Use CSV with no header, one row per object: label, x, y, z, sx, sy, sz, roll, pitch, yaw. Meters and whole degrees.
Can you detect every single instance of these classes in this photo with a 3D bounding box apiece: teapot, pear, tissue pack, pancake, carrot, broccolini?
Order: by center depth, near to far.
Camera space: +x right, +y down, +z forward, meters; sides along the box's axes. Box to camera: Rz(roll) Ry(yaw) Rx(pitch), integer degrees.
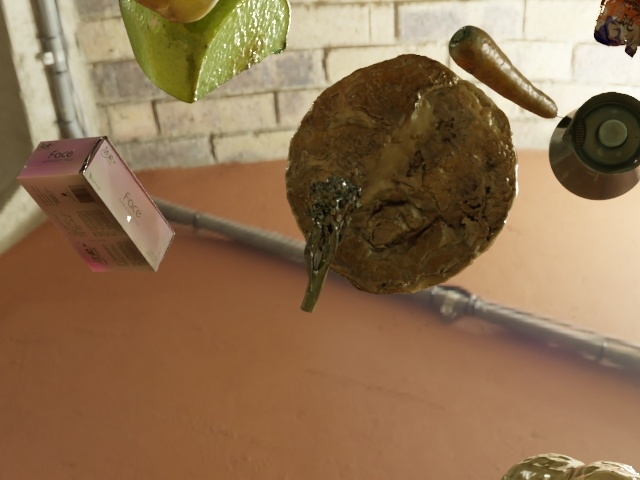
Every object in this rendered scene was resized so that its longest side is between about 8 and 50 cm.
broccolini,0.015,0.009,1.362,0.068,0.203,0.091,16,-162,38
pancake,0.126,-0.102,1.542,0.387,0.387,0.082,5,-167,12
teapot,0.483,-0.156,1.584,0.203,0.171,0.225,6,178,10
tissue pack,-0.374,-0.057,1.621,0.148,0.246,0.092,-1,-130,27
carrot,0.347,-0.284,1.744,0.298,0.078,0.078,31,-154,-28
pear,-0.261,-0.471,1.953,0.318,0.238,0.342,30,-137,18

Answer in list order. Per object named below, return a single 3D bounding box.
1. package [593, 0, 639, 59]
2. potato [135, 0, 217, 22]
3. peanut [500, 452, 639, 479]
package,0.357,-0.259,1.107,0.033,0.111,0.077,-34,-115,-30
potato,-0.296,-0.505,1.648,0.173,0.300,0.140,-45,-155,2
peanut,0.249,0.278,0.880,0.159,0.291,0.143,42,-103,0
